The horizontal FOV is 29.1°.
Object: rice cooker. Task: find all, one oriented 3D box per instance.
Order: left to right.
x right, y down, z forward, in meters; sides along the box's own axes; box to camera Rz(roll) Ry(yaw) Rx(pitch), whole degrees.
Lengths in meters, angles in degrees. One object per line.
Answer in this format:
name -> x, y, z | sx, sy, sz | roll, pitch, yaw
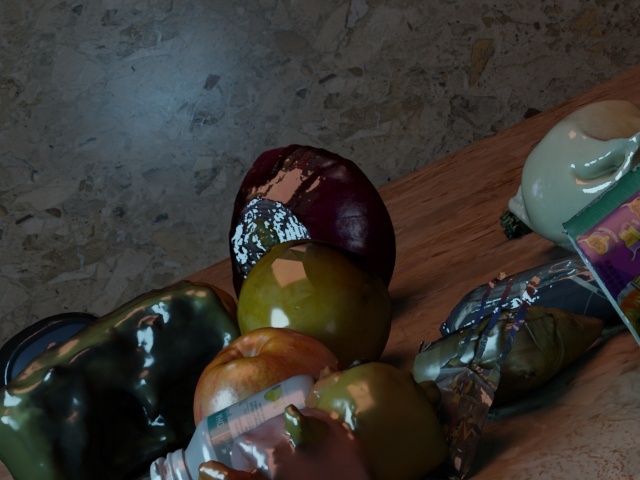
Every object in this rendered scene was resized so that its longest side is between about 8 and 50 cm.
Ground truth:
rice cooker -> -0.439, 0.253, 2.133 | 0.267, 0.267, 0.224 | -29, 2, -21

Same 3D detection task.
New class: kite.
kite -> 0.163, 0.144, 1.333 | 0.141, 0.015, 0.245 | 15, 76, 61

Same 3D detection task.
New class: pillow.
pillow -> 0.293, 0.075, 1.578 | 0.335, 0.093, 0.161 | -21, 0, 35

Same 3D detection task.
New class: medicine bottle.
medicine bottle -> -0.081, 0.254, 1.423 | 0.215, 0.135, 0.135 | -25, 8, 2

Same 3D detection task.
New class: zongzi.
zongzi -> 0.223, 0.136, 1.452 | 0.194, 0.099, 0.197 | -27, -13, 39

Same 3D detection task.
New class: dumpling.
dumpling -> 0.466, -0.082, 1.870 | 0.315, 0.233, 0.395 | 5, -20, -23

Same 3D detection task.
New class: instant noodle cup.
instant noodle cup -> 0.377, 0.014, 1.259 | 0.190, 0.251, 0.251 | -34, 7, 8

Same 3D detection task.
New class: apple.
apple -> -0.066, 0.204, 1.590 | 0.209, 0.164, 0.209 | -25, 11, 5

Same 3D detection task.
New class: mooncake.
mooncake -> -0.299, 0.238, 1.844 | 0.393, 0.246, 0.394 | -28, 3, 25

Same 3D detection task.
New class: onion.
onion -> 0.000, 0.000, 2.119 | 0.260, 0.337, 0.282 | 1, -9, 28

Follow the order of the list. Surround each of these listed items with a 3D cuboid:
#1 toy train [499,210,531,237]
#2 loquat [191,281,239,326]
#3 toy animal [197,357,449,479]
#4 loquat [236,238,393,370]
toy train -> 0.366, -0.040, 2.268 | 0.071, 0.038, 0.148 | -24, 9, 11
loquat -> -0.243, 0.167, 2.365 | 0.187, 0.176, 0.234 | -43, 7, -5
toy animal -> 0.018, 0.220, 1.270 | 0.169, 0.195, 0.281 | 33, 52, 27
loquat -> -0.009, 0.110, 1.784 | 0.235, 0.235, 0.235 | -25, 8, 4
